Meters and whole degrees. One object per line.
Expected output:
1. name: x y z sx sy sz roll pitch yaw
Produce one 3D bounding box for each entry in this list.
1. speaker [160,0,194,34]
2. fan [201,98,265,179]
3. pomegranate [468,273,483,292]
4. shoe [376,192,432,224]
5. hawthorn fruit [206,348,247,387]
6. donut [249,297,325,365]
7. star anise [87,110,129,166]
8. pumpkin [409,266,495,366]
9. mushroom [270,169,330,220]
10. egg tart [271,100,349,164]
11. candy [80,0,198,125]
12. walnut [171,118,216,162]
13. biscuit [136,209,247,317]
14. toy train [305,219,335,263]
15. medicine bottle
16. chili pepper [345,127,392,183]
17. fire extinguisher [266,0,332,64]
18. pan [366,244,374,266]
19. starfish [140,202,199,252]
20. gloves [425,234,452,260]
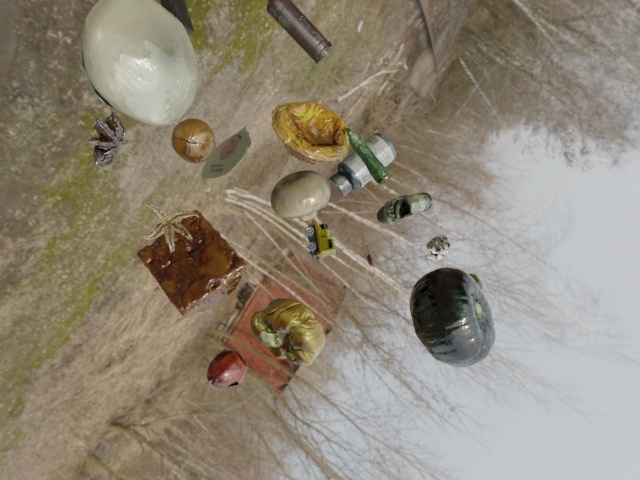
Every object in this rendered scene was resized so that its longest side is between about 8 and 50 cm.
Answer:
1. speaker: -0.468 -0.763 1.304 0.044 0.219 0.082 -18 177 23
2. fan: -0.228 -0.290 1.153 0.182 0.010 0.311 4 -122 41
3. pomegranate: 0.603 0.197 1.724 0.142 0.115 0.114 -12 -171 12
4. shoe: 0.315 -0.130 1.749 0.149 0.109 0.292 -11 175 -39
5. hawthorn fruit: -0.371 0.504 1.604 0.171 0.148 0.148 -22 155 -48
6. donut: -0.155 0.425 1.928 0.170 0.360 0.360 -46 174 -45
7. star anise: -0.753 -0.359 1.496 0.231 0.089 0.209 -69 -174 -56
8. pumpkin: 0.411 0.250 1.330 0.238 0.315 0.315 -27 -167 31
9. mushroom: -0.070 -0.155 1.508 0.226 0.226 0.178 -52 137 -51
10. egg tart: -0.044 -0.415 1.653 0.352 0.351 0.150 -52 176 -46
11. candy: -0.395 -0.414 0.953 0.185 0.296 0.296 1 -139 40
12. walnut: -0.479 -0.377 1.576 0.167 0.167 0.207 -53 -169 5
13. biscuit: -0.543 0.103 1.790 0.342 0.395 0.166 -38 157 -15
14. toy train: 0.000 0.000 1.914 0.089 0.127 0.220 76 4 -65
15. medicine bottle: 0.169 -0.311 1.739 0.293 0.141 0.141 -41 177 -9
16. chili pepper: 0.159 -0.299 1.436 0.059 0.227 0.088 -37 -171 6
17. fire extinguisher: -0.079 -0.641 1.210 0.072 0.267 0.089 -45 -163 10
18. pan: 0.239 0.080 2.065 0.023 0.116 0.068 -20 -175 -1
19. starfish: -0.593 -0.067 1.616 0.213 0.238 0.057 -43 -174 -20
20. gloves: 0.558 0.032 1.977 0.127 0.111 0.212 -28 153 23
